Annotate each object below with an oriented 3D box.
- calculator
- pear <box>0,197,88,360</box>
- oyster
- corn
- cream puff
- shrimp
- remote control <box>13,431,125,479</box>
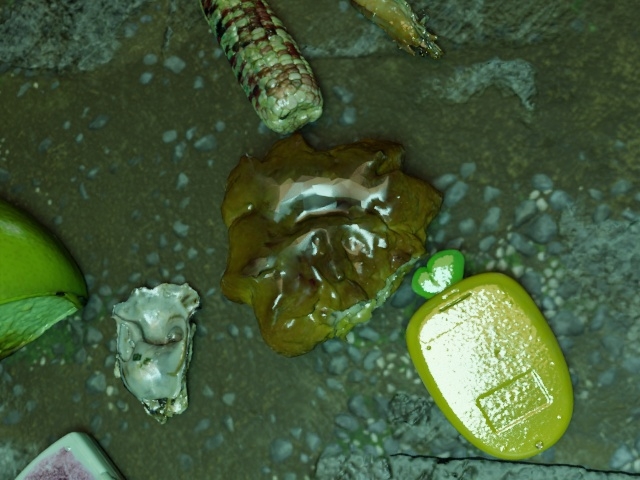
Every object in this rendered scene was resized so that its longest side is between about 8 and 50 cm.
[{"bbox_3d":[0.175,0.119,1.002,0.146,0.032,0.234,-31,83,4],"label":"calculator"},{"bbox_3d":[-0.476,0.028,1.158,0.286,0.176,0.281,-33,67,3],"label":"pear"},{"bbox_3d":[-0.198,0.129,1.115,0.109,0.053,0.165,5,68,-2],"label":"oyster"},{"bbox_3d":[-0.079,-0.242,1.171,0.086,0.086,0.253,-32,66,5],"label":"corn"},{"bbox_3d":[0.000,0.000,1.048,0.241,0.155,0.268,13,72,13],"label":"cream puff"},{"bbox_3d":[0.115,-0.299,1.160,0.124,0.034,0.178,-43,64,-6],"label":"shrimp"},{"bbox_3d":[-0.225,0.378,1.052,0.145,0.050,0.344,-44,68,1],"label":"remote control"}]
